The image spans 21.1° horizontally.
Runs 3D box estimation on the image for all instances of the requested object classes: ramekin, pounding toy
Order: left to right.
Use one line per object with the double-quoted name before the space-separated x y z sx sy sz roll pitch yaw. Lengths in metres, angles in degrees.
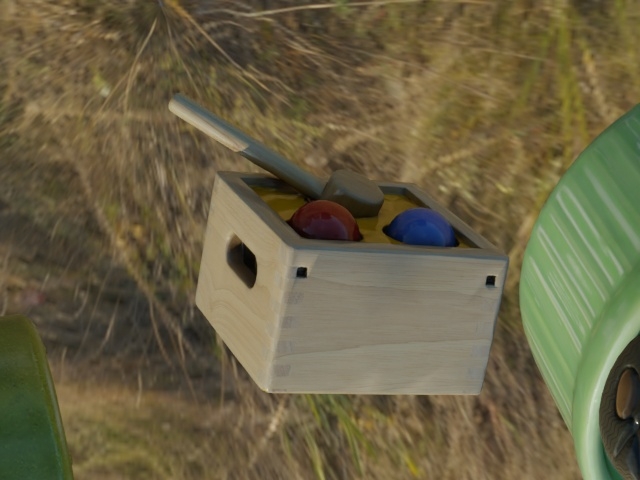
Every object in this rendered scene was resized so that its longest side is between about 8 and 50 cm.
"pounding toy" 0.000 0.000 0.825 0.130 0.141 0.100 3 109 -23
"ramekin" 0.269 0.038 1.042 0.303 0.148 0.303 -10 128 -14

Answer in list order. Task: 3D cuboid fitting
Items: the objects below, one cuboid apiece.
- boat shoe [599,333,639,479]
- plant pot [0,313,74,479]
"boat shoe" 0.301 0.102 0.818 0.324 0.120 0.122 10 77 25
"plant pot" -0.337 0.196 1.113 0.353 0.366 0.366 -10 99 -14
